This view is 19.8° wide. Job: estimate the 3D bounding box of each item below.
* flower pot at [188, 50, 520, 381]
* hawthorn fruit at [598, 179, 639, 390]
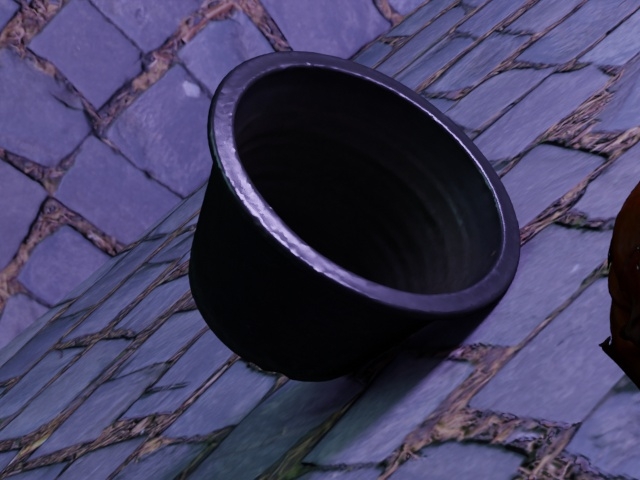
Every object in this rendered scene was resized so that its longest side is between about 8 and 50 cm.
[{"bbox_3d":[0.000,0.000,1.256,0.148,0.235,0.235,-53,0,38],"label":"flower pot"},{"bbox_3d":[0.198,0.017,0.732,0.172,0.148,0.148,-21,8,-13],"label":"hawthorn fruit"}]
